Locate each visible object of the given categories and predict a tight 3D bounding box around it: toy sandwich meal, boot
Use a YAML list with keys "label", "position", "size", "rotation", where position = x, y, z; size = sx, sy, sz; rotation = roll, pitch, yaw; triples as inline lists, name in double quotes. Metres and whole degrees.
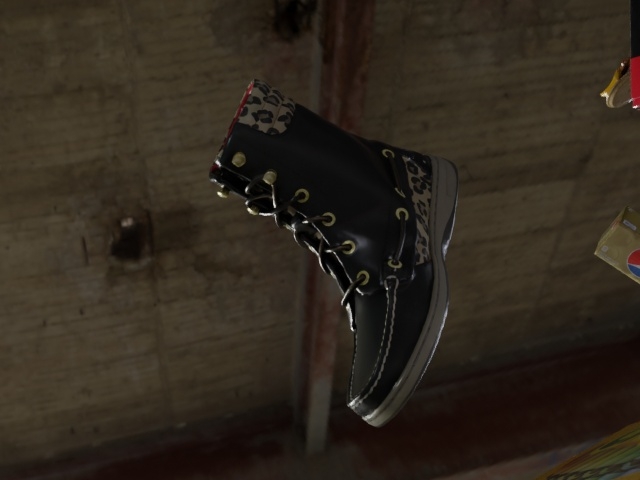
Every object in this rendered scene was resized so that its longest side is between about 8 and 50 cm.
- label: "toy sandwich meal"
  position: [0.450, -0.234, 1.445]
  size: [0.085, 0.029, 0.085]
  rotation: [-27, -30, -17]
- label: "boot"
  position: [-0.001, 0.000, 0.683]
  size: [0.178, 0.236, 0.085]
  rotation: [26, -41, -13]

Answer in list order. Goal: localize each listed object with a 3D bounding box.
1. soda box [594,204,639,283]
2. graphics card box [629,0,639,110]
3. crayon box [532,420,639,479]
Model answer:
- label: "soda box"
  position: [0.462, 0.035, 1.299]
  size: [0.058, 0.181, 0.061]
  rotation: [-46, -11, -53]
- label: "graphics card box"
  position: [0.355, -0.298, 0.757]
  size: [0.094, 0.371, 0.232]
  rotation: [1, -4, -33]
- label: "crayon box"
  position: [0.088, 0.163, 0.381]
  size: [0.313, 0.106, 0.363]
  rotation: [-27, -13, -13]
